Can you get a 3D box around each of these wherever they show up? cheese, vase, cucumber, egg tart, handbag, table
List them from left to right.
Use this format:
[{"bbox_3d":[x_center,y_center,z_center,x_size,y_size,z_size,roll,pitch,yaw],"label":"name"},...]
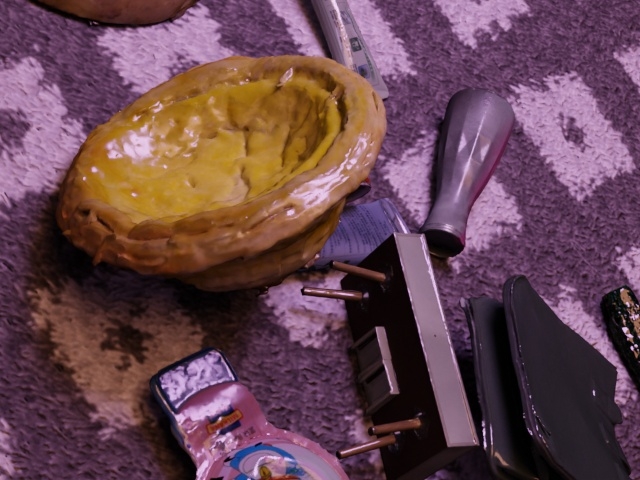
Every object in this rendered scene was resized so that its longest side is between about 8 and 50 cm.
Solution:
[{"bbox_3d":[-0.096,-0.057,1.386,0.345,0.132,0.345,-9,39,7],"label":"egg tart"},{"bbox_3d":[-0.061,0.234,1.324,0.189,0.074,0.286,-23,75,-40],"label":"cheese"},{"bbox_3d":[0.062,0.123,1.432,0.111,0.121,0.240,2,61,-30],"label":"table"},{"bbox_3d":[0.170,-0.080,1.648,0.086,0.086,0.214,29,56,-13],"label":"vase"},{"bbox_3d":[0.261,0.191,1.481,0.260,0.079,0.247,39,33,-35],"label":"handbag"},{"bbox_3d":[0.409,0.174,1.660,0.044,0.043,0.257,-14,71,-30],"label":"cucumber"}]

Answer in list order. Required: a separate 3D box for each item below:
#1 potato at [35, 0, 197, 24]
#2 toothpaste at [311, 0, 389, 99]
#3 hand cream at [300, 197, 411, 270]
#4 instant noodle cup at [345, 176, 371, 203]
[{"bbox_3d":[-0.236,-0.365,1.557,0.299,0.116,0.239,0,67,-29],"label":"potato"},{"bbox_3d":[0.022,-0.269,1.687,0.064,0.041,0.218,-20,86,-35],"label":"toothpaste"},{"bbox_3d":[0.000,0.000,1.514,0.256,0.055,0.088,-9,60,-37],"label":"hand cream"},{"bbox_3d":[-0.003,-0.109,1.542,0.127,0.127,0.136,-10,76,-35],"label":"instant noodle cup"}]
